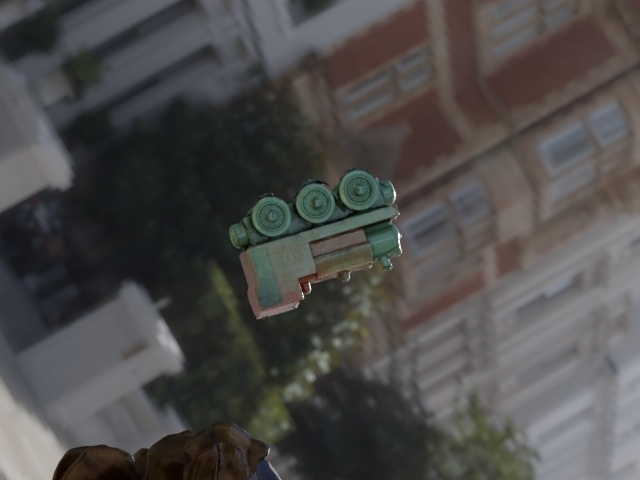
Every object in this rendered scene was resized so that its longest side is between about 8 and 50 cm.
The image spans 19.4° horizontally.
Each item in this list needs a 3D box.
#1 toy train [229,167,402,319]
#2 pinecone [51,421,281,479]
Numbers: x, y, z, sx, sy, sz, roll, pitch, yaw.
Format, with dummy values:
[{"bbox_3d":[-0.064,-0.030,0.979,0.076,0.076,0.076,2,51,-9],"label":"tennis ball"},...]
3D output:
[{"bbox_3d":[0.000,0.000,1.858,0.074,0.176,0.118,149,-75,-75],"label":"toy train"},{"bbox_3d":[-0.146,0.341,1.466,0.384,0.384,0.384,59,-6,11],"label":"pinecone"}]
